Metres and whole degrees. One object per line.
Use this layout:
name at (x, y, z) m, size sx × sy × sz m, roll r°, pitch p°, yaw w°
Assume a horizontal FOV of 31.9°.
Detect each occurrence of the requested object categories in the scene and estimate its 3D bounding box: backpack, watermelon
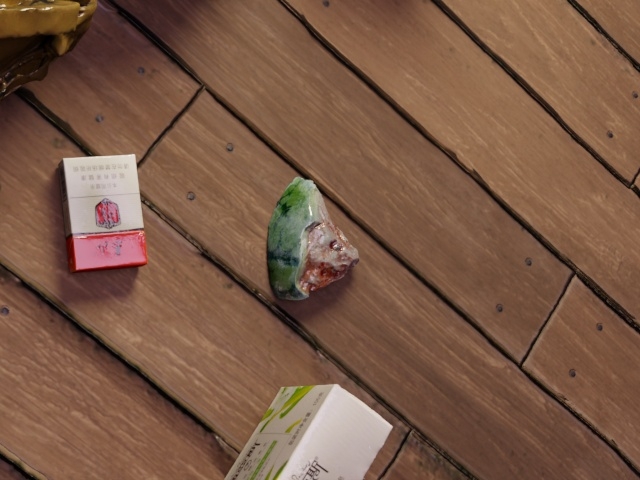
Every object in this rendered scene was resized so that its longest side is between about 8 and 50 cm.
backpack at (-0.453, -0.249, 1.322) m, size 0.378 × 0.353 × 0.201 m, roll -28°, pitch 82°, yaw -50°
watermelon at (0.000, 0.000, 1.617) m, size 0.139 × 0.071 × 0.187 m, roll 14°, pitch 76°, yaw -25°

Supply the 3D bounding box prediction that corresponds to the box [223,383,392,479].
box at (-0.044, 0.324, 1.472) m, size 0.111 × 0.194 × 0.260 m, roll 36°, pitch 68°, yaw -14°

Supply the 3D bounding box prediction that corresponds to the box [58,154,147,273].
box at (-0.293, -0.036, 1.504) m, size 0.100 × 0.048 × 0.152 m, roll -5°, pitch 82°, yaw -23°
